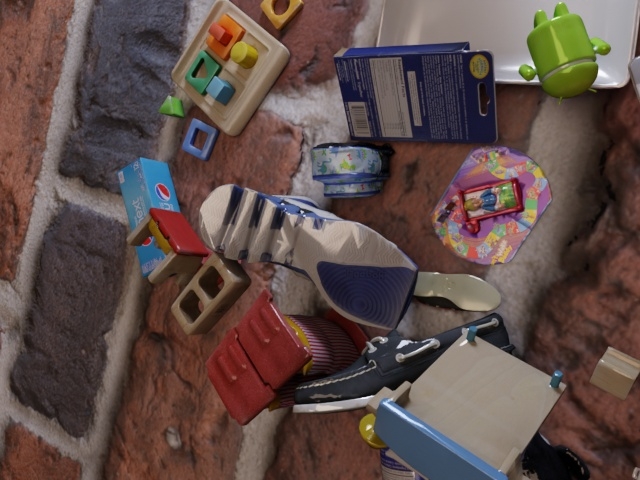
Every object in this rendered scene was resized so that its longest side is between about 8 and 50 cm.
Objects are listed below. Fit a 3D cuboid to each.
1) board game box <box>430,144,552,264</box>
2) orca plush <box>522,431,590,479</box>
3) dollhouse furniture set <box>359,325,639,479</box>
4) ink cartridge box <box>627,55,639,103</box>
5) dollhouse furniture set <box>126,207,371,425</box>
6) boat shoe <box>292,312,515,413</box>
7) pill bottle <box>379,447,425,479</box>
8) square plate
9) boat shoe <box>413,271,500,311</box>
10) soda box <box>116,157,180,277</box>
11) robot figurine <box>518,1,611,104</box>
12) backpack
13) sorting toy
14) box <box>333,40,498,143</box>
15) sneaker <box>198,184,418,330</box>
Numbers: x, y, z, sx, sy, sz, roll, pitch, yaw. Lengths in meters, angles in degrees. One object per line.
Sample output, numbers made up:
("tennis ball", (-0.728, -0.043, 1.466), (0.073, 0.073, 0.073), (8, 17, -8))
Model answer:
("board game box", (0.229, -0.049, 0.810), (0.133, 0.033, 0.168), (37, 105, 25))
("orca plush", (0.259, 0.353, 0.732), (0.151, 0.102, 0.287), (-12, 82, 28))
("dollhouse furniture set", (0.231, 0.239, 0.674), (0.303, 0.286, 0.198), (27, 127, 28))
("ink cartridge box", (0.515, -0.105, 0.602), (0.310, 0.130, 0.271), (-17, 78, 27))
("dollhouse furniture set", (-0.105, 0.082, 0.901), (0.152, 0.201, 0.374), (-49, 60, 18))
("boat shoe", (0.106, 0.160, 0.768), (0.303, 0.114, 0.091), (-8, 78, -15))
("pill bottle", (0.138, 0.307, 0.796), (0.112, 0.112, 0.186), (-8, 84, 28))
("square plate", (0.256, -0.376, 0.805), (0.347, 0.049, 0.343), (9, 92, 29))
("boat shoe", (0.187, 0.073, 0.824), (0.133, 0.042, 0.048), (9, 71, 29))
("soda box", (-0.302, -0.040, 1.078), (0.067, 0.071, 0.210), (-24, 76, 26))
("robot figurine", (0.292, -0.224, 0.713), (0.101, 0.067, 0.115), (-18, 82, 14))
("backpack", (0.042, -0.103, 0.868), (0.105, 0.114, 0.084), (0, 93, 28))
("sorting toy", (-0.170, -0.311, 1.035), (0.196, 0.047, 0.347), (44, 107, 23))
("box", (0.136, -0.204, 0.827), (0.225, 0.036, 0.136), (8, 131, 30))
("sneaker", (-0.001, 0.000, 0.869), (0.316, 0.182, 0.127), (25, 104, 10))
